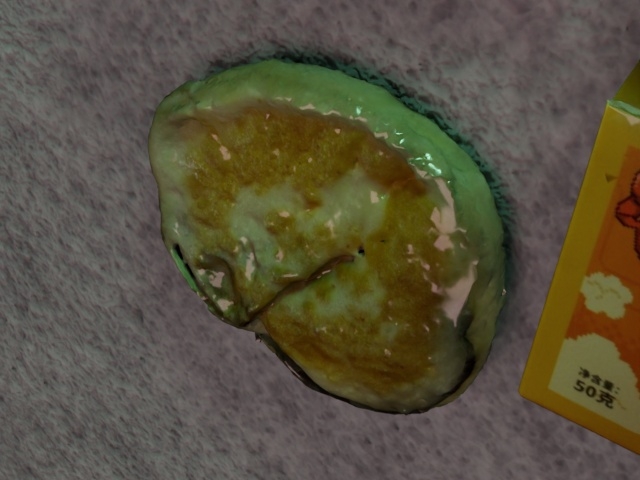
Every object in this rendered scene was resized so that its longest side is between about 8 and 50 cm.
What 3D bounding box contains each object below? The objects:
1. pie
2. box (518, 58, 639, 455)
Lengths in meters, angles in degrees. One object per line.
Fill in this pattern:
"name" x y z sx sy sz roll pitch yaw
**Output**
"pie" 0.000 0.000 0.999 0.339 0.077 0.339 22 131 28
"box" 0.297 0.000 0.635 0.283 0.259 0.214 25 132 20
